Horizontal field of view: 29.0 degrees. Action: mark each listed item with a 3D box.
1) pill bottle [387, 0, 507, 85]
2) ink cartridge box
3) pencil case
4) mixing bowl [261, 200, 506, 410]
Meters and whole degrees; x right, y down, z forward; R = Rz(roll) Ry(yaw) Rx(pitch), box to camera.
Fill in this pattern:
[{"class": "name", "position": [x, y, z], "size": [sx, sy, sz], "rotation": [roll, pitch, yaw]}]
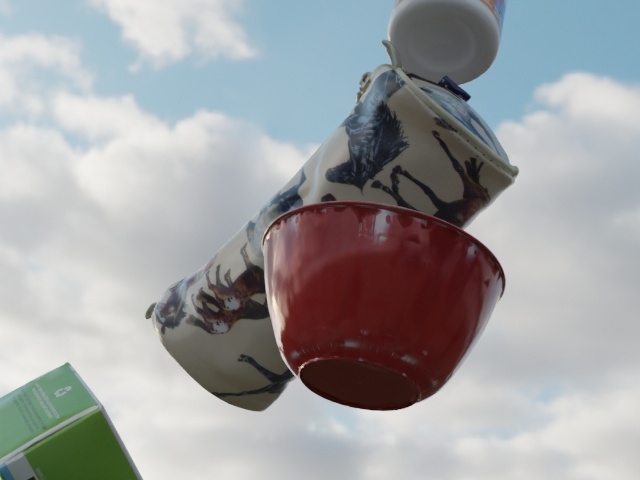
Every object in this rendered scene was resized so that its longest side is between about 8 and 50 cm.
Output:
[{"class": "pill bottle", "position": [0.148, -0.279, 1.367], "size": [0.121, 0.216, 0.121], "rotation": [8, -45, 8]}, {"class": "ink cartridge box", "position": [-0.165, 0.224, 0.944], "size": [0.255, 0.097, 0.189], "rotation": [22, -41, 64]}, {"class": "pencil case", "position": [0.000, 0.000, 1.259], "size": [0.410, 0.183, 0.160], "rotation": [-44, -20, 17]}, {"class": "mixing bowl", "position": [0.036, 0.061, 0.885], "size": [0.181, 0.098, 0.181], "rotation": [10, -28, 5]}]
